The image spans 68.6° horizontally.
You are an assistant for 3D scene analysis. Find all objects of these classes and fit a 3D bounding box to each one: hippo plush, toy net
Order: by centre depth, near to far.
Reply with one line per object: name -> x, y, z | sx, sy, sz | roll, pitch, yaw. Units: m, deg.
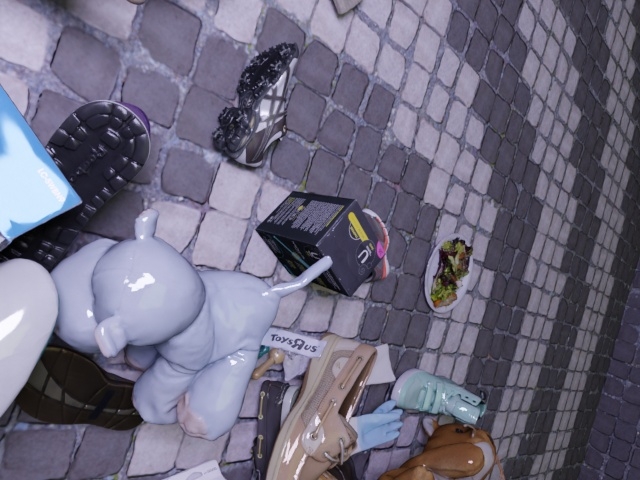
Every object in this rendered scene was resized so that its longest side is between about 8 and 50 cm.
hippo plush -> -0.172, 0.106, 0.531 | 0.236, 0.294, 0.234 | 36, 55, -60
toy net -> -0.100, 0.175, 0.798 | 0.232, 0.045, 0.122 | 19, 85, -43

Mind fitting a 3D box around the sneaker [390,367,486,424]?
sneaker -> 0.289, 0.374, 1.106 | 0.256, 0.151, 0.094 | 14, 92, -41

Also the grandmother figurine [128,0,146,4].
grandmother figurine -> -0.256, -0.328, 0.471 | 0.342, 0.208, 0.104 | -33, 161, -43

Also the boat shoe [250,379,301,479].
boat shoe -> -0.086, 0.360, 0.837 | 0.081, 0.069, 0.228 | -11, 111, -71

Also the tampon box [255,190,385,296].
tampon box -> 0.000, 0.000, 0.763 | 0.101, 0.161, 0.120 | -49, 127, -22

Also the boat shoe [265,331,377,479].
boat shoe -> 0.006, 0.321, 0.790 | 0.121, 0.110, 0.341 | 66, 40, -55

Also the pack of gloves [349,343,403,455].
pack of gloves -> 0.090, 0.320, 0.943 | 0.232, 0.046, 0.195 | 0, 75, -41

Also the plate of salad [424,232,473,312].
plate of salad -> 0.322, 0.082, 1.137 | 0.200, 0.048, 0.200 | -10, 106, -38

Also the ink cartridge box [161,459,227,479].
ink cartridge box -> -0.196, 0.433, 0.740 | 0.092, 0.090, 0.143 | -8, 105, -39

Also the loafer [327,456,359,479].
loafer -> 0.028, 0.485, 0.941 | 0.078, 0.080, 0.220 | -55, 131, -40

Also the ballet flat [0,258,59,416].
ballet flat -> -0.403, 0.167, 0.396 | 0.400, 0.139, 0.139 | -43, 127, -1

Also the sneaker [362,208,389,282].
sneaker -> 0.094, 0.017, 0.919 | 0.065, 0.061, 0.158 | -25, 115, -27

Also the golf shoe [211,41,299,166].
golf shoe -> -0.083, -0.205, 0.713 | 0.198, 0.077, 0.094 | -59, 141, -5

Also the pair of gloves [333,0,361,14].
pair of gloves -> 0.055, -0.526, 0.772 | 0.240, 0.042, 0.204 | -52, 131, -17

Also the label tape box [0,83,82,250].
label tape box -> -0.422, -0.040, 0.382 | 0.334, 0.106, 0.240 | -37, 102, -29

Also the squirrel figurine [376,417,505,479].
squirrel figurine -> 0.226, 0.567, 1.040 | 0.397, 0.281, 0.370 | -47, 173, 29

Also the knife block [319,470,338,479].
knife block -> -0.084, 0.563, 0.840 | 0.276, 0.088, 0.242 | -38, 155, -44

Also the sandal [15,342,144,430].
sandal -> -0.307, 0.191, 0.616 | 0.090, 0.060, 0.219 | -55, 143, -9

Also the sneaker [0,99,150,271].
sneaker -> -0.303, -0.049, 0.534 | 0.283, 0.124, 0.107 | -37, 114, 1
